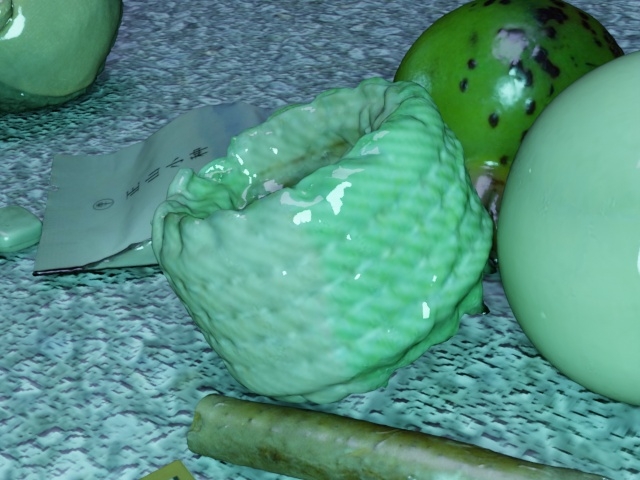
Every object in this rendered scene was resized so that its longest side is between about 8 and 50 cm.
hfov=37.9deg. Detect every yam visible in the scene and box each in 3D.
[{"bbox_3d":[0.042,0.133,0.553,0.264,0.046,0.046,7,35,23],"label":"yam"}]

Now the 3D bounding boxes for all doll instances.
[{"bbox_3d":[-0.399,-0.275,1.089,0.247,0.247,0.349,-33,33,-34],"label":"doll"}]

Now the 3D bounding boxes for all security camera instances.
[{"bbox_3d":[-0.292,-0.001,0.827,0.092,0.058,0.058,-18,33,-40],"label":"security camera"}]

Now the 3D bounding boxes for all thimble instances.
[{"bbox_3d":[0.000,0.000,0.620,0.219,0.150,0.219,-24,22,10],"label":"thimble"}]

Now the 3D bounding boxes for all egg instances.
[{"bbox_3d":[0.224,-0.013,0.588,0.219,0.219,0.269,9,41,23],"label":"egg"}]

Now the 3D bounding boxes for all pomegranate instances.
[{"bbox_3d":[0.151,-0.092,0.777,0.202,0.202,0.248,6,65,18],"label":"pomegranate"}]

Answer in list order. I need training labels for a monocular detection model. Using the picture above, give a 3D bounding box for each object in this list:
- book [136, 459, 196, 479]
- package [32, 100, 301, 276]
[{"bbox_3d":[-0.128,0.196,0.517,0.172,0.012,0.118,-23,36,-24],"label":"book"},{"bbox_3d":[-0.128,-0.048,0.854,0.250,0.062,0.204,-14,33,2],"label":"package"}]
